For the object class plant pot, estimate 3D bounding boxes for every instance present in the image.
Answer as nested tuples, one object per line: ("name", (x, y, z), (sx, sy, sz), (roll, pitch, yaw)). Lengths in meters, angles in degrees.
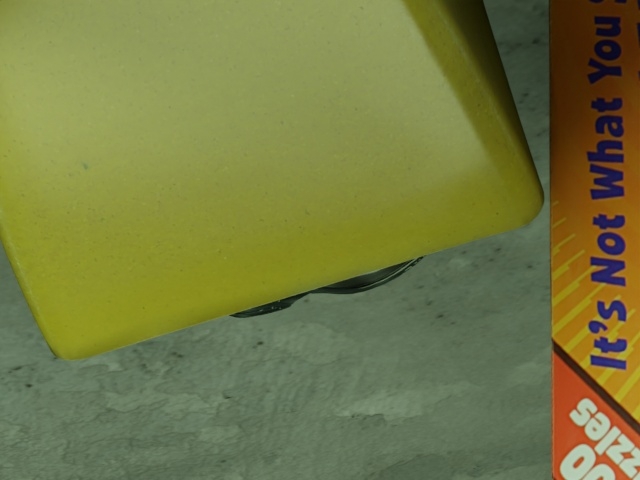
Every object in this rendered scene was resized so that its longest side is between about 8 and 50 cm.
("plant pot", (-0.050, -0.112, 0.623), (0.212, 0.212, 0.187), (-17, 138, 8))

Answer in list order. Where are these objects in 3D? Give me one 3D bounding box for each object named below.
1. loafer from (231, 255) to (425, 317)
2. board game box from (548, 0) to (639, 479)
("loafer", (0.000, 0.000, 0.971), (0.170, 0.062, 0.061), (-22, 145, 13))
("board game box", (0.333, -0.025, 0.670), (0.356, 0.356, 0.356), (-10, 156, 31))
